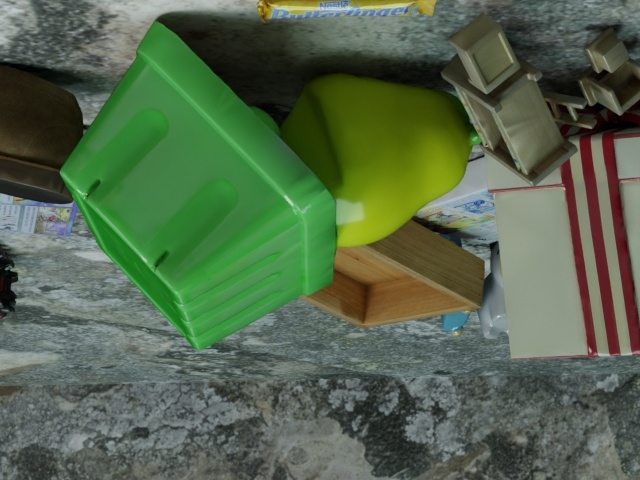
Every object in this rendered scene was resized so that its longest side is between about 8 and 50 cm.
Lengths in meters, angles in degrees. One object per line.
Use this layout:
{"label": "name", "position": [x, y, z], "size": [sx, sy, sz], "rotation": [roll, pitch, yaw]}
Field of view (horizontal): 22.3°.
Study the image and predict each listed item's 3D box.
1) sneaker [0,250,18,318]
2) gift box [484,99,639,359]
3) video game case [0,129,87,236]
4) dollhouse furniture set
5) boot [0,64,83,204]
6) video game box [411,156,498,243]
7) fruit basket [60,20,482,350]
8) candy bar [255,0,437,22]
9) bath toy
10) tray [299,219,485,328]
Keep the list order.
{"label": "sneaker", "position": [-0.517, 0.045, 2.248], "size": [0.135, 0.098, 0.276], "rotation": [-5, 163, 14]}
{"label": "gift box", "position": [0.317, -0.022, 1.684], "size": [0.255, 0.258, 0.276], "rotation": [-5, -176, 16]}
{"label": "video game case", "position": [-0.401, -0.070, 1.880], "size": [0.244, 0.061, 0.269], "rotation": [4, 165, -12]}
{"label": "dollhouse furniture set", "position": [0.202, -0.180, 1.534], "size": [0.161, 0.101, 0.182], "rotation": [-39, 130, -7]}
{"label": "boot", "position": [-0.381, -0.127, 1.600], "size": [0.305, 0.115, 0.112], "rotation": [15, 170, -21]}
{"label": "video game box", "position": [0.211, -0.049, 2.022], "size": [0.187, 0.048, 0.205], "rotation": [8, 163, -38]}
{"label": "fruit basket", "position": [-0.043, -0.078, 1.632], "size": [0.392, 0.283, 0.392], "rotation": [-43, 170, -10]}
{"label": "candy bar", "position": [0.023, -0.209, 1.452], "size": [0.161, 0.018, 0.040], "rotation": [-2, 165, 0]}
{"label": "bath toy", "position": [0.334, 0.057, 2.290], "size": [0.348, 0.129, 0.151], "rotation": [4, 146, -18]}
{"label": "tray", "position": [0.000, 0.000, 2.018], "size": [0.203, 0.076, 0.411], "rotation": [-12, 150, 41]}
